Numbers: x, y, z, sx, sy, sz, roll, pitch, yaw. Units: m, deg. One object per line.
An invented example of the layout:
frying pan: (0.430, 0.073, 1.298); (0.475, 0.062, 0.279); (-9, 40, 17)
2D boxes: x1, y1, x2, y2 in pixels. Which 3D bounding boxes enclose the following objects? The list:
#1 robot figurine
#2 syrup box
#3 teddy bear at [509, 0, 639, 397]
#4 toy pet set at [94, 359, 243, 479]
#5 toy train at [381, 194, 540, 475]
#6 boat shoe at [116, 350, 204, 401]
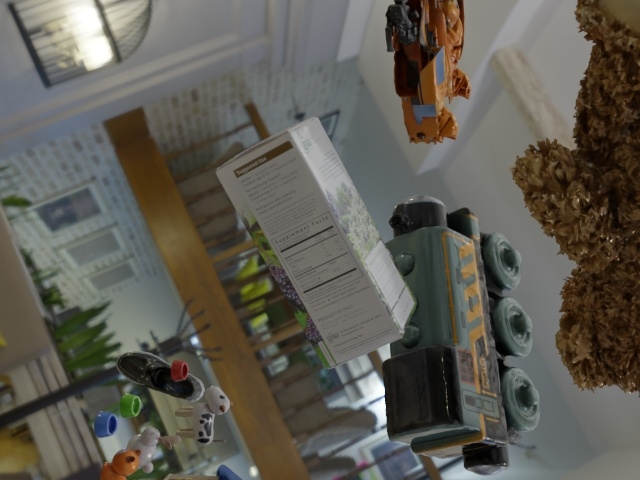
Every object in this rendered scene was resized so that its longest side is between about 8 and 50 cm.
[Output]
robot figurine: (0.143, -0.284, 1.008); (0.211, 0.085, 0.291); (-66, 154, -43)
syrup box: (0.000, 0.000, 0.806); (0.237, 0.096, 0.093); (60, 23, -7)
teddy bear: (0.251, -0.049, 0.598); (0.113, 0.245, 0.338); (23, -41, 54)
toy pet set: (-0.079, 0.144, 0.494); (0.122, 0.065, 0.114); (-34, 121, -74)
toy train: (0.157, 0.104, 0.928); (0.142, 0.190, 0.334); (-22, -122, 38)
boat shoe: (-0.238, 0.196, 1.142); (0.142, 0.049, 0.040); (18, -10, 11)
